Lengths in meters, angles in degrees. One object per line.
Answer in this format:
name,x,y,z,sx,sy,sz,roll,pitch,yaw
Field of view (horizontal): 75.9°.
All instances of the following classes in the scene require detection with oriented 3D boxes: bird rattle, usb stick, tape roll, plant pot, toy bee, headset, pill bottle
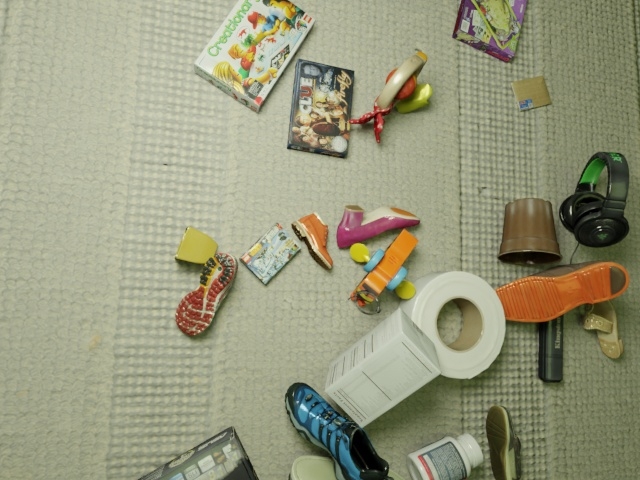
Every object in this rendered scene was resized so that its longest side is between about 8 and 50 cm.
bird rattle,0.192,-0.400,1.101,0.253,0.207,0.143,-37,77,-29
usb stick,0.695,0.284,1.235,0.077,0.045,0.278,7,82,-12
tape roll,0.358,0.227,1.130,0.286,0.100,0.286,2,84,-15
plant pot,-0.298,0.019,0.999,0.083,0.081,0.081,21,80,-20
plant pot,0.605,-0.026,1.191,0.166,0.167,0.165,11,75,-13
toy bee,0.137,0.094,1.079,0.298,0.162,0.195,-21,70,-34
headset,0.829,-0.058,1.212,0.185,0.243,0.395,9,113,12
pill bottle,0.330,0.584,1.082,0.180,0.108,0.108,-16,89,-15

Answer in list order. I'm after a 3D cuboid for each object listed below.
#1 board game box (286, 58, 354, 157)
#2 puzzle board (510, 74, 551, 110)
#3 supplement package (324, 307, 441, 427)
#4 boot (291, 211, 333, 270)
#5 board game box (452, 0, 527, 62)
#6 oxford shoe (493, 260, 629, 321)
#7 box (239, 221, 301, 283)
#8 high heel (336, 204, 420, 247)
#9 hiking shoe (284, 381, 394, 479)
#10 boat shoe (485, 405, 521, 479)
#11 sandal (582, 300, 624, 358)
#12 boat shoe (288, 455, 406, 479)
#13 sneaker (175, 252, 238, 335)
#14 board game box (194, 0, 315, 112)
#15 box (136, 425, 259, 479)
board game box,0.002,-0.361,1.128,0.165,0.042,0.244,6,83,-13
puzzle board,0.680,-0.475,1.326,0.128,0.011,0.097,-17,90,-14
supplement package,0.147,0.307,1.000,0.244,0.134,0.139,-41,96,16
boot,0.000,0.000,1.086,0.084,0.059,0.158,-33,92,-20
board game box,0.554,-0.765,1.306,0.208,0.056,0.347,18,81,-7
oxford shoe,0.660,0.144,1.184,0.363,0.133,0.130,-14,94,13
box,-0.129,0.032,1.064,0.137,0.027,0.094,-45,97,-14
high heel,0.161,-0.030,1.133,0.244,0.082,0.117,0,116,-28
hiking shoe,0.043,0.449,0.977,0.304,0.132,0.113,46,37,14
boat shoe,0.520,0.569,1.151,0.073,0.080,0.224,-4,91,-20
sandal,0.848,0.263,1.254,0.079,0.088,0.240,-26,96,-21
boat shoe,0.073,0.631,1.016,0.339,0.127,0.113,17,111,-19
sneaker,-0.264,0.132,0.992,0.088,0.093,0.225,35,95,5
board game box,-0.170,-0.521,1.096,0.193,0.053,0.305,31,78,-9
box,-0.307,0.668,0.922,0.394,0.097,0.318,-25,88,-15
